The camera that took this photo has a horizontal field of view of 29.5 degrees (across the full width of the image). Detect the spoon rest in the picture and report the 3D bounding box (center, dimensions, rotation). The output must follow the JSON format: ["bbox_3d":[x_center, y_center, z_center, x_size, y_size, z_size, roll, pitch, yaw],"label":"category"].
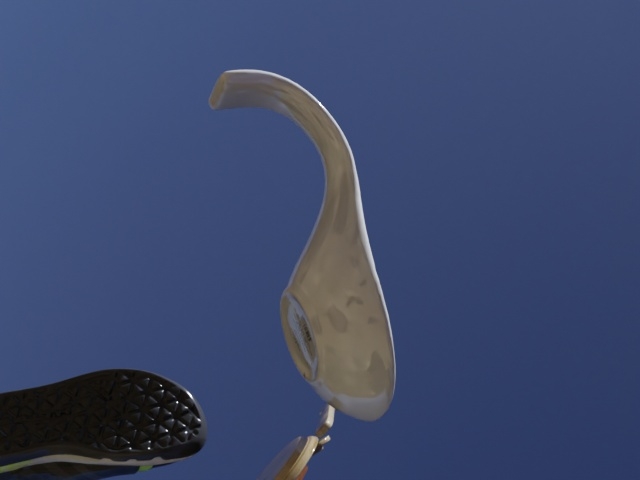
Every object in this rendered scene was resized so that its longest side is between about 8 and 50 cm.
[{"bbox_3d":[0.000,0.000,0.903,0.137,0.084,0.276,136,-64,-67],"label":"spoon rest"}]

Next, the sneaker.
[{"bbox_3d":[-0.209,0.168,1.021,0.097,0.234,0.084,85,2,-54],"label":"sneaker"}]

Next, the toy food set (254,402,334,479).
[{"bbox_3d":[-0.036,0.217,1.026,0.192,0.038,0.132,-49,-179,9],"label":"toy food set"}]
